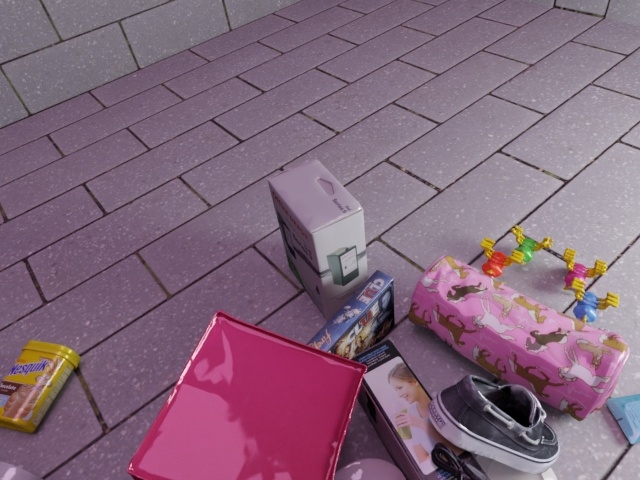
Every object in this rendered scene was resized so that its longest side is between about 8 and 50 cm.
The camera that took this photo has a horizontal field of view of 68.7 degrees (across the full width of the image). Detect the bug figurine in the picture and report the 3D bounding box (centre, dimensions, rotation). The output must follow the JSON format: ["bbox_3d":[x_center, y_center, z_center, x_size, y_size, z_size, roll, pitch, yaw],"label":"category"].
[{"bbox_3d":[0.482,0.070,1.003,0.279,0.072,0.216,29,40,26],"label":"bug figurine"}]

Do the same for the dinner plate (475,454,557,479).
[{"bbox_3d":[0.322,0.403,0.774,0.141,0.017,0.141,-6,45,6],"label":"dinner plate"}]

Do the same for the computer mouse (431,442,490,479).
[{"bbox_3d":[0.143,0.368,0.600,0.106,0.042,0.193,32,59,30],"label":"computer mouse"}]

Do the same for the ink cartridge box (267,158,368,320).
[{"bbox_3d":[0.000,0.000,1.031,0.121,0.289,0.211,-26,47,-15],"label":"ink cartridge box"}]

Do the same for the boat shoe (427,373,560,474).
[{"bbox_3d":[0.297,0.274,0.725,0.102,0.301,0.108,-52,30,18],"label":"boat shoe"}]

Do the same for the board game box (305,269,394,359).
[{"bbox_3d":[0.059,0.193,0.921,0.042,0.165,0.243,29,57,32],"label":"board game box"}]

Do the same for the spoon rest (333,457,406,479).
[{"bbox_3d":[0.104,0.415,0.699,0.137,0.084,0.276,-21,20,-25],"label":"spoon rest"}]

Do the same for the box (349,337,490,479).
[{"bbox_3d":[0.158,0.327,0.773,0.087,0.169,0.290,-25,48,-11],"label":"box"}]

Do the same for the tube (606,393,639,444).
[{"bbox_3d":[0.618,0.288,0.814,0.207,0.052,0.080,-15,40,2],"label":"tube"}]

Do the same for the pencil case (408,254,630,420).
[{"bbox_3d":[0.357,0.169,0.898,0.386,0.160,0.167,28,27,32],"label":"pencil case"}]

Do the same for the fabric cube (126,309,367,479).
[{"bbox_3d":[-0.100,0.310,0.731,0.254,0.258,0.259,19,51,7],"label":"fabric cube"}]

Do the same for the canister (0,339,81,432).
[{"bbox_3d":[-0.614,0.308,0.995,0.126,0.073,0.170,4,49,15],"label":"canister"}]

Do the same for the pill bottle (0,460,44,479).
[{"bbox_3d":[-0.566,0.493,0.769,0.124,0.124,0.221,7,49,17],"label":"pill bottle"}]
